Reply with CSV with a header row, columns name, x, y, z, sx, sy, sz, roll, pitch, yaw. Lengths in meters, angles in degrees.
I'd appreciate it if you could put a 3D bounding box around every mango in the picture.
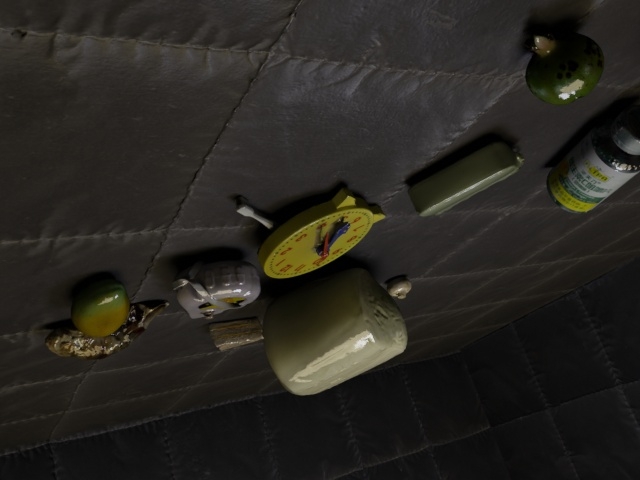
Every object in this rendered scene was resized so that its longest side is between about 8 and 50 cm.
name,x,y,z,sx,sy,sz,roll,pitch,yaw
mango,-0.485,0.147,1.403,0.130,0.092,0.195,1,148,-38

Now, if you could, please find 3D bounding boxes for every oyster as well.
name,x,y,z,sx,sy,sz,roll,pitch,yaw
oyster,-0.520,0.225,1.587,0.294,0.094,0.166,-23,151,-4

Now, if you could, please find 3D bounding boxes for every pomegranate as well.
name,x,y,z,sx,sy,sz,roll,pitch,yaw
pomegranate,0.381,-0.289,1.016,0.161,0.122,0.122,33,131,-31

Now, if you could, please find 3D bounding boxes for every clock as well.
name,x,y,z,sx,sy,sz,roll,pitch,yaw
clock,0.001,0.004,1.419,0.293,0.071,0.277,-36,158,22

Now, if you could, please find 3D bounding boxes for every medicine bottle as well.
name,x,y,z,sx,sy,sz,roll,pitch,yaw
medicine bottle,0.651,-0.185,1.448,0.141,0.141,0.293,-12,158,-18

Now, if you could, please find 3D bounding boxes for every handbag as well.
name,x,y,z,sx,sy,sz,roll,pitch,yaw
handbag,0.333,-0.134,1.418,0.256,0.079,0.219,-28,168,25

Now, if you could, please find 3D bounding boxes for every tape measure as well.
name,x,y,z,sx,sy,sz,roll,pitch,yaw
tape measure,-0.239,0.111,1.474,0.197,0.120,0.236,-10,164,-5

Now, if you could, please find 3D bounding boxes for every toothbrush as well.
name,x,y,z,sx,sy,sz,roll,pitch,yaw
toothbrush,-0.097,-0.031,1.363,0.025,0.030,0.342,-24,159,15

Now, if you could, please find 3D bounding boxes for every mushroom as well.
name,x,y,z,sx,sy,sz,roll,pitch,yaw
mushroom,0.261,0.159,2.092,0.083,0.068,0.084,-9,157,-4

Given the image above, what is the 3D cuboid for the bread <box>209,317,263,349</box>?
name,x,y,z,sx,sy,sz,roll,pitch,yaw
bread,-0.258,0.282,1.956,0.152,0.077,0.105,-18,160,-6

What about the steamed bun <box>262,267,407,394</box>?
name,x,y,z,sx,sy,sz,roll,pitch,yaw
steamed bun,0.043,0.245,1.828,0.371,0.290,0.456,-27,161,8
